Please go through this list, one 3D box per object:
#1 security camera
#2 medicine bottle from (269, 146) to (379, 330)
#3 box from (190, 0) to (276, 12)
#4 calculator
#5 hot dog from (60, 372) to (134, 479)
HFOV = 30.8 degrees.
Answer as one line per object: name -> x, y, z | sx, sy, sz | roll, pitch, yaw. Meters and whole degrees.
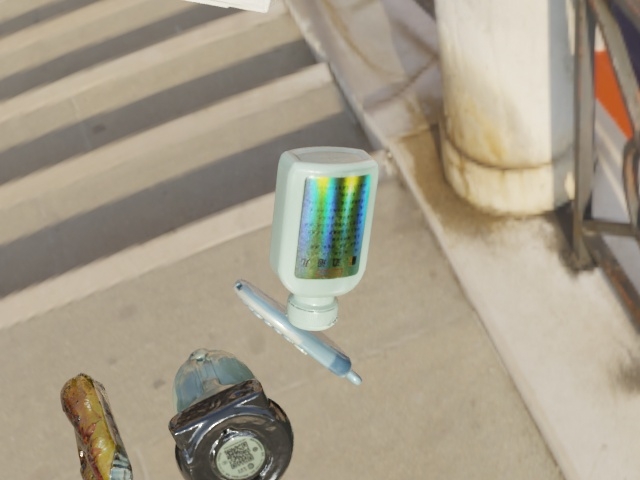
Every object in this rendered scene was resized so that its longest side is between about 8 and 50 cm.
security camera -> -0.166, 0.301, 1.980 | 0.197, 0.191, 0.277 | -26, 27, -6
medicine bottle -> 0.000, 0.000, 1.462 | 0.121, 0.229, 0.083 | -3, 24, -23
box -> -0.050, -0.308, 0.796 | 0.111, 0.260, 0.194 | 13, 24, 5
calculator -> -0.036, 0.163, 2.050 | 0.042, 0.302, 0.188 | -54, 29, -1
hot dog -> -0.389, 0.354, 2.019 | 0.081, 0.163, 0.270 | -13, 45, -19
